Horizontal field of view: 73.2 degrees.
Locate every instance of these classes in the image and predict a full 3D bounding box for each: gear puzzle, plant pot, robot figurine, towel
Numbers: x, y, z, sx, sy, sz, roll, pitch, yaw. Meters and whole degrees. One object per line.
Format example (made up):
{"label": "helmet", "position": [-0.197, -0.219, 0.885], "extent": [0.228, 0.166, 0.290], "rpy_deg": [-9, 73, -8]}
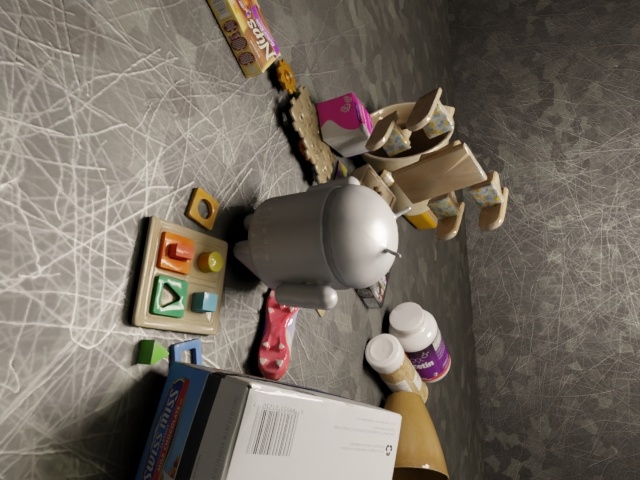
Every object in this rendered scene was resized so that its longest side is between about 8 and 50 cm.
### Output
{"label": "gear puzzle", "position": [-0.048, -0.307, 1.143], "extent": [0.176, 0.044, 0.339], "rpy_deg": [-72, 145, -48]}
{"label": "plant pot", "position": [0.302, -0.268, 1.530], "extent": [0.306, 0.333, 0.334], "rpy_deg": [71, 30, -45]}
{"label": "robot figurine", "position": [0.000, 0.000, 0.855], "extent": [0.200, 0.353, 0.300], "rpy_deg": [48, 45, -47]}
{"label": "towel", "position": [0.065, -0.205, 1.361], "extent": [0.060, 0.009, 0.083], "rpy_deg": [43, 50, -51]}
{"label": "plant pot", "position": [0.279, 0.638, 1.406], "extent": [0.254, 0.237, 0.237], "rpy_deg": [-86, 152, -42]}

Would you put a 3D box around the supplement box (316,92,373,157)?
{"label": "supplement box", "position": [0.083, -0.331, 1.270], "extent": [0.220, 0.113, 0.111], "rpy_deg": [5, 74, -68]}

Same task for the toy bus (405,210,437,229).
{"label": "toy bus", "position": [0.417, -0.158, 1.881], "extent": [0.332, 0.108, 0.130], "rpy_deg": [29, 62, -56]}

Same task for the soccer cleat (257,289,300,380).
{"label": "soccer cleat", "position": [-0.087, 0.189, 0.967], "extent": [0.095, 0.083, 0.248], "rpy_deg": [95, 5, -55]}

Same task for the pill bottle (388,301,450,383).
{"label": "pill bottle", "position": [0.365, 0.381, 1.616], "extent": [0.323, 0.181, 0.182], "rpy_deg": [60, 37, -35]}

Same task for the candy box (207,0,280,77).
{"label": "candy box", "position": [-0.167, -0.472, 0.953], "extent": [0.187, 0.053, 0.109], "rpy_deg": [62, 36, -33]}

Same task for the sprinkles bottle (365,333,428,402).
{"label": "sprinkles bottle", "position": [0.270, 0.461, 1.493], "extent": [0.355, 0.121, 0.121], "rpy_deg": [57, 39, -40]}

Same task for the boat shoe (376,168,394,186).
{"label": "boat shoe", "position": [0.168, -0.198, 1.400], "extent": [0.059, 0.170, 0.063], "rpy_deg": [40, 62, -25]}

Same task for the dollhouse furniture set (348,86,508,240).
{"label": "dollhouse furniture set", "position": [0.233, -0.123, 1.168], "extent": [0.362, 0.394, 0.257], "rpy_deg": [46, 50, -24]}

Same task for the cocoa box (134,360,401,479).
{"label": "cocoa box", "position": [-0.075, 0.349, 0.690], "extent": [0.347, 0.227, 0.232], "rpy_deg": [28, 69, -39]}

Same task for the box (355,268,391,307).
{"label": "box", "position": [0.154, 0.061, 1.419], "extent": [0.270, 0.060, 0.216], "rpy_deg": [58, 40, -38]}

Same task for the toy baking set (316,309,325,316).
{"label": "toy baking set", "position": [-0.003, 0.069, 1.167], "extent": [0.196, 0.030, 0.256], "rpy_deg": [33, 57, -55]}

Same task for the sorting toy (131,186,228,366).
{"label": "sorting toy", "position": [-0.226, 0.065, 0.754], "extent": [0.196, 0.047, 0.348], "rpy_deg": [28, 60, -56]}
